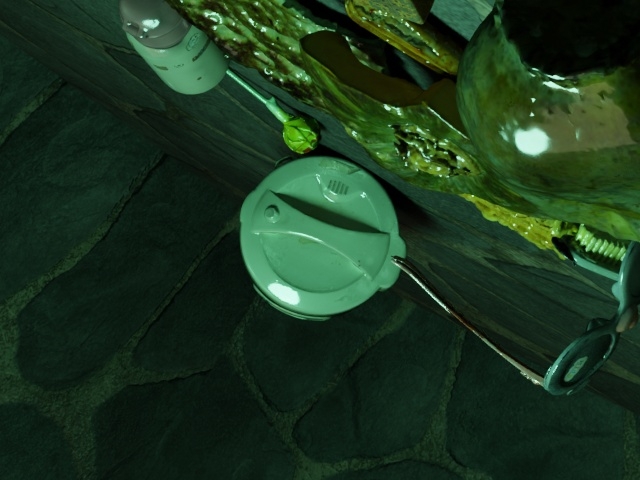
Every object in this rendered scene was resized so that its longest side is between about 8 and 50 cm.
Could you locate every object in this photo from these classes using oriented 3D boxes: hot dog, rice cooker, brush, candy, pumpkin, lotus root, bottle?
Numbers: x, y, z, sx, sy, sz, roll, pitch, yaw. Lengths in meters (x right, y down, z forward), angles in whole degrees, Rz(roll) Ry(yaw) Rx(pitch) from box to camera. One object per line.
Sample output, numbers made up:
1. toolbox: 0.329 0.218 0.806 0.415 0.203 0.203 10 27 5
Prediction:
1. hot dog: 0.089 -0.203 1.433 0.144 0.038 0.062 29 178 -14
2. rice cooker: -0.001 0.001 2.525 0.288 0.288 0.277 31 174 0
3. brush: 0.412 0.034 1.779 0.297 0.060 0.068 21 -156 -24
4. candy: -0.079 -0.208 2.287 0.194 0.062 0.058 40 -142 -6
5. pumpkin: 0.139 -0.108 1.551 0.290 0.095 0.258 18 167 36
6. lotus root: 0.221 -0.097 1.140 0.267 0.149 0.260 26 174 21
7. bottle: -0.196 -0.278 1.939 0.110 0.110 0.233 29 174 16

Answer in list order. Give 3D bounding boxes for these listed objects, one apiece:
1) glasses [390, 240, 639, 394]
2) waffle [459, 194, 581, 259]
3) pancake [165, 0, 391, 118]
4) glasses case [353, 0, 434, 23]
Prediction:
1. glasses: 0.246 0.020 1.674 0.268 0.234 0.118 37 -169 30
2. waffle: 0.252 -0.045 1.863 0.219 0.057 0.229 36 174 -41
3. pancake: -0.056 -0.255 1.729 0.427 0.067 0.305 31 167 8
4. glasses case: 0.036 -0.252 1.212 0.075 0.049 0.218 22 171 23
